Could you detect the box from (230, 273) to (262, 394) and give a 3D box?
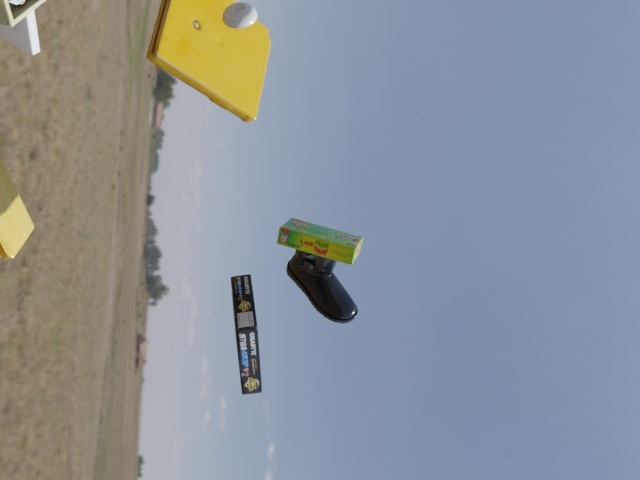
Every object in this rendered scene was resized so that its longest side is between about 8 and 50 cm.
[{"bbox_3d":[-0.170,0.218,1.452,0.175,0.051,0.220,-105,-168,-52],"label":"box"}]

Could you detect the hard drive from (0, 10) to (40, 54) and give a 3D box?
[{"bbox_3d":[-0.896,-0.704,1.779,0.040,0.203,0.308,-49,165,-40],"label":"hard drive"}]

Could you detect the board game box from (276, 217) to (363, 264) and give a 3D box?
[{"bbox_3d":[0.000,0.000,1.464,0.092,0.181,0.043,-48,152,-68],"label":"board game box"}]

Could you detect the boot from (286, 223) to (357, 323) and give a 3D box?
[{"bbox_3d":[0.017,0.088,1.642,0.246,0.094,0.207,44,-31,13],"label":"boot"}]

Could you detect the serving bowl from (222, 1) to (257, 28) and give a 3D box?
[{"bbox_3d":[-0.191,-0.536,1.484,0.027,0.083,0.083,84,-2,-54],"label":"serving bowl"}]

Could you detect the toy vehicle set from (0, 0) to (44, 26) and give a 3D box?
[{"bbox_3d":[-0.465,-0.490,1.030,0.166,0.035,0.267,94,12,-47],"label":"toy vehicle set"}]

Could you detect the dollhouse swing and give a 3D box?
[{"bbox_3d":[-0.971,-0.022,1.561,0.305,0.346,0.315,-54,133,-55],"label":"dollhouse swing"}]

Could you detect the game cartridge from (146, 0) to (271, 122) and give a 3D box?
[{"bbox_3d":[-0.267,-0.495,1.595,0.052,0.323,0.285,-8,-116,39],"label":"game cartridge"}]
